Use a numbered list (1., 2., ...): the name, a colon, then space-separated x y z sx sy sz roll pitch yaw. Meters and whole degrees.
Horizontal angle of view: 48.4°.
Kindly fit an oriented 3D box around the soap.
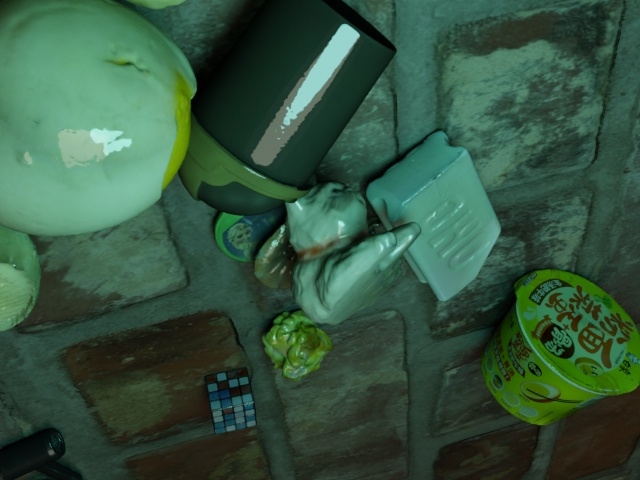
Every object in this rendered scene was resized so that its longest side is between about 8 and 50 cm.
1. soap: 0.213 -0.035 1.258 0.173 0.095 0.289 -39 135 -2

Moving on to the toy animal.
1. toy animal: 0.034 0.017 1.165 0.266 0.188 0.308 -58 164 25

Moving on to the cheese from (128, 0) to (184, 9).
1. cheese: -0.196 -0.382 0.792 0.214 0.117 0.226 -45 136 19

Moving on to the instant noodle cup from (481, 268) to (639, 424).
1. instant noodle cup: 0.501 0.243 1.542 0.312 0.311 0.221 4 141 -23

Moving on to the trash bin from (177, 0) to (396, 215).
1. trash bin: -0.064 -0.175 0.969 0.214 0.214 0.334 25 115 -37

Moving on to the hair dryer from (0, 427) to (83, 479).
1. hair dryer: -0.569 0.488 1.546 0.128 0.070 0.255 -26 143 5

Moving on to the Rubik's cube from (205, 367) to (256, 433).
1. Rubik's cube: -0.189 0.339 1.504 0.092 0.092 0.092 -10 136 -10

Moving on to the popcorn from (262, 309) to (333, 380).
1. popcorn: -0.046 0.210 1.419 0.126 0.126 0.145 -21 125 -36

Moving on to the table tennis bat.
1. table tennis bat: -0.123 -0.048 1.194 0.160 0.039 0.257 -34 137 7

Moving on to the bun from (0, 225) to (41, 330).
1. bun: -0.544 0.034 1.037 0.260 0.152 0.259 -12 148 -7

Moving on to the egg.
1. egg: -0.315 -0.140 0.855 0.283 0.283 0.345 27 144 -37

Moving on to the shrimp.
1. shrimp: -0.009 -0.009 1.245 0.254 0.059 0.145 -34 133 1
